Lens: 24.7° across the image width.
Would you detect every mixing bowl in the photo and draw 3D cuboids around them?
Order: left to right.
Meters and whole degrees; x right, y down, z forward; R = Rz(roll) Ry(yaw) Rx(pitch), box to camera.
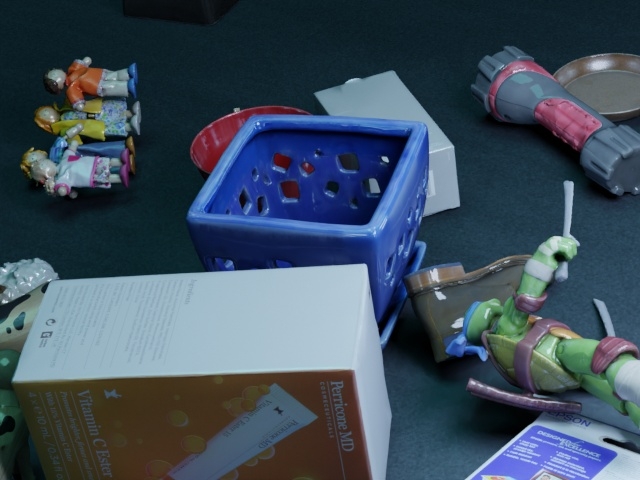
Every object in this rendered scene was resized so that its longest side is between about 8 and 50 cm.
[{"bbox_3d":[-0.077,-0.095,1.971,0.181,0.098,0.181,-7,36,5],"label":"mixing bowl"}]

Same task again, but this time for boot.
[{"bbox_3d":[0.198,0.079,1.702,0.219,0.082,0.106,-6,74,-31],"label":"boot"}]

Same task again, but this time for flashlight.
[{"bbox_3d":[0.322,-0.160,1.969,0.103,0.103,0.304,-46,41,4],"label":"flashlight"}]

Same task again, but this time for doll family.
[{"bbox_3d":[-0.349,-0.141,2.115,0.163,0.118,0.263,-1,54,1],"label":"doll family"}]

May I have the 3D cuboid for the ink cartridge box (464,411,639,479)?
[{"bbox_3d":[0.269,0.249,1.438,0.206,0.045,0.208,17,29,32],"label":"ink cartridge box"}]

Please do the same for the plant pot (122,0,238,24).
[{"bbox_3d":[-0.232,-0.492,2.508,0.188,0.167,0.187,11,41,25],"label":"plant pot"}]

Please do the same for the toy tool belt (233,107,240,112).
[{"bbox_3d":[-0.141,-0.154,2.110,0.052,0.051,0.083,20,45,35],"label":"toy tool belt"}]

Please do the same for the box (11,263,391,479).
[{"bbox_3d":[-0.112,0.164,1.518,0.345,0.215,0.168,-4,36,10],"label":"box"}]

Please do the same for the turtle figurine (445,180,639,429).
[{"bbox_3d":[0.295,0.084,1.522,0.275,0.198,0.266,-21,37,-32],"label":"turtle figurine"}]

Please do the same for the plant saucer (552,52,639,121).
[{"bbox_3d":[0.411,-0.214,2.081,0.168,0.029,0.168,-6,35,4],"label":"plant saucer"}]

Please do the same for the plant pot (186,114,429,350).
[{"bbox_3d":[0.000,0.000,1.722,0.236,0.212,0.236,5,38,19],"label":"plant pot"}]

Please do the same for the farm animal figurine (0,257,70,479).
[{"bbox_3d":[-0.374,0.141,1.647,0.327,0.172,0.330,-33,41,-29],"label":"farm animal figurine"}]

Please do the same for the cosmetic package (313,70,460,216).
[{"bbox_3d":[0.087,-0.127,1.978,0.127,0.107,0.238,-16,33,-8],"label":"cosmetic package"}]
